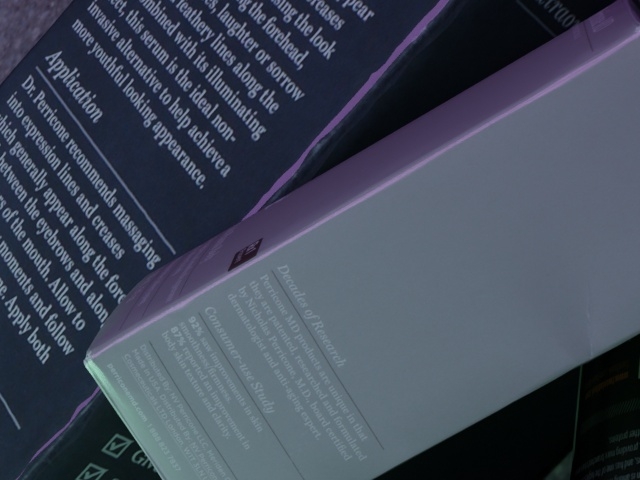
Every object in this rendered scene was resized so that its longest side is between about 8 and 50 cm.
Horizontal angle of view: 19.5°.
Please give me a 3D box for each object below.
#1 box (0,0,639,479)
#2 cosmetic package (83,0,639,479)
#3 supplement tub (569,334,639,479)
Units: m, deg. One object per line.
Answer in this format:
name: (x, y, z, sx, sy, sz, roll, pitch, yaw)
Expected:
box: (0.000, 0.000, 0.949, 0.395, 0.293, 0.212, -47, 47, 8)
cosmetic package: (0.043, 0.010, 0.706, 0.238, 0.107, 0.127, -33, 7, 10)
supplement tub: (0.201, 0.160, 0.764, 0.207, 0.207, 0.338, -8, 62, 36)
